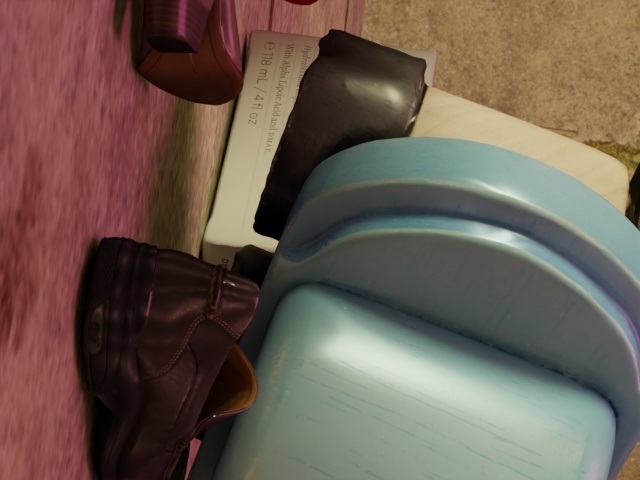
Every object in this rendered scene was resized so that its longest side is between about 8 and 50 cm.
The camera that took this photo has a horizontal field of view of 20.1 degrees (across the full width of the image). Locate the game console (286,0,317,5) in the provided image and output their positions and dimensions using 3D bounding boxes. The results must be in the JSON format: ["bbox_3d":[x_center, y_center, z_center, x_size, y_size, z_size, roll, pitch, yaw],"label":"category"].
[{"bbox_3d":[-0.027,-0.164,0.539,0.085,0.124,0.144,-50,159,-30],"label":"game console"}]

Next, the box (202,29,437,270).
[{"bbox_3d":[0.000,0.000,1.096,0.182,0.119,0.181,94,4,-49],"label":"box"}]

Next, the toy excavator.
[{"bbox_3d":[0.001,0.185,0.810,0.445,0.222,0.433,-67,179,-54],"label":"toy excavator"}]

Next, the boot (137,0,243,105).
[{"bbox_3d":[-0.047,-0.106,0.684,0.118,0.042,0.087,84,12,-80],"label":"boot"}]

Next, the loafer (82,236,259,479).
[{"bbox_3d":[-0.055,0.060,0.704,0.170,0.061,0.062,94,3,-62],"label":"loafer"}]
